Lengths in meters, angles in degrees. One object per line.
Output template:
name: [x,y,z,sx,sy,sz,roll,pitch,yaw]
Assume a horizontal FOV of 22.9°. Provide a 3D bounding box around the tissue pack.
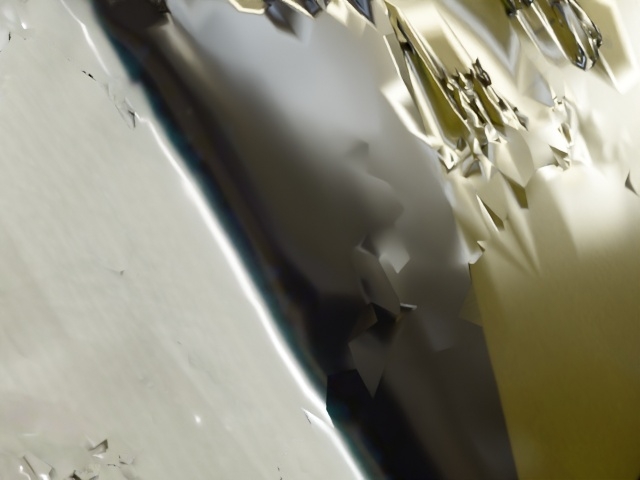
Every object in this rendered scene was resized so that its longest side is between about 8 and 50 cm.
tissue pack: [0.000,0.000,0.586,0.253,0.264,0.416,-29,-175,36]
